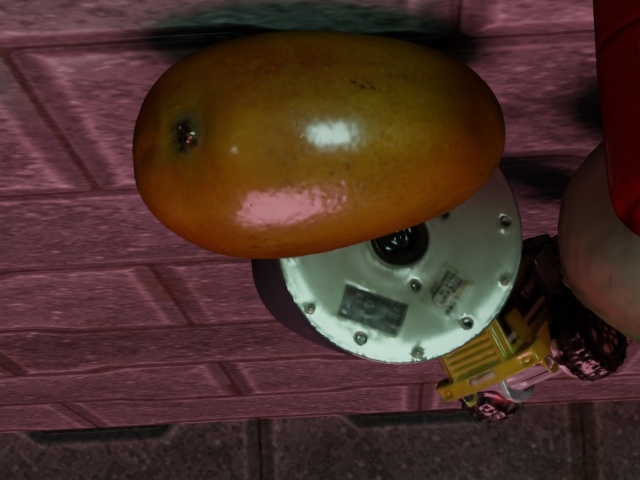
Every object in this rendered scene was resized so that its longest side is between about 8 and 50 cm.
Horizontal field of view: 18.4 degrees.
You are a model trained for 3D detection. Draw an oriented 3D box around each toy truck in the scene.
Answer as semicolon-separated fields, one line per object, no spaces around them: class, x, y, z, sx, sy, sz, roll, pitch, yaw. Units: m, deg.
toy truck;0.184;0.032;1.461;0.136;0.111;0.286;-27;-172;41

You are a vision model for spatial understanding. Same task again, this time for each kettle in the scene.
kettle;0.000;0.000;1.338;0.211;0.160;0.243;18;171;-10

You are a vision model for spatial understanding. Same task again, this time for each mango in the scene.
mango;0.006;-0.055;1.084;0.221;0.120;0.151;-6;174;-18

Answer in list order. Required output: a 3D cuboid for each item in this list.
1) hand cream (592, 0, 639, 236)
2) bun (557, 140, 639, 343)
hand cream;0.238;-0.085;0.913;0.230;0.149;0.230;-4;166;-1
bun;0.303;-0.008;1.241;0.299;0.164;0.299;19;-165;-5
